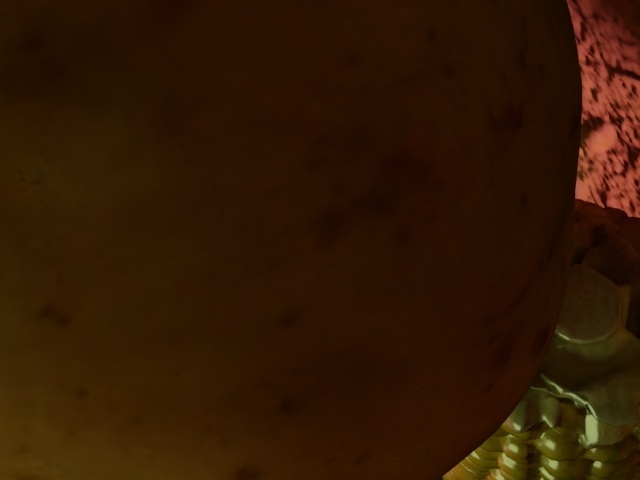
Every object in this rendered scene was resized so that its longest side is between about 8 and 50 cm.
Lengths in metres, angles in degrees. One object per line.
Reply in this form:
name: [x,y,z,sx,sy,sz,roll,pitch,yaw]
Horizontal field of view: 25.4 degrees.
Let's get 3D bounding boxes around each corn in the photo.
corn: [0.123,0.082,0.755,0.144,0.144,0.387,48,173,15]

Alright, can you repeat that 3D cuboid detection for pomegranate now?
pomegranate: [-0.081,-0.067,0.552,0.410,0.410,0.410,49,170,12]

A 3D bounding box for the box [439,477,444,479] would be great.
box: [-0.006,0.197,1.057,0.175,0.312,0.182,31,-145,-23]
